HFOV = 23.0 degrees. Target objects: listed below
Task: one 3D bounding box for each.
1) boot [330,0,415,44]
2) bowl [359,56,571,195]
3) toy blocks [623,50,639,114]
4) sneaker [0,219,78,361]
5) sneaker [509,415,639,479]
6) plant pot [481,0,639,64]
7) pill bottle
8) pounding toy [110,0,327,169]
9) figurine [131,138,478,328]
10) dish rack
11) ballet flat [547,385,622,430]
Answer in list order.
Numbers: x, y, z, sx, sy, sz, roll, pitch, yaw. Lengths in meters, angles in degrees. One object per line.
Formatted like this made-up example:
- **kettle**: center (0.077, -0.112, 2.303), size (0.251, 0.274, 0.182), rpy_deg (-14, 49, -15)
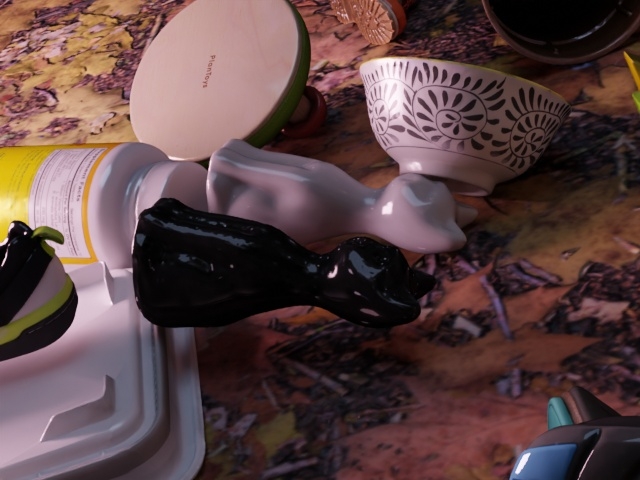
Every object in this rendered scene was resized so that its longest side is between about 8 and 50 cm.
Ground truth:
- **boot**: center (0.068, -0.248, 1.605), size (0.084, 0.059, 0.158), rpy_deg (-19, 27, -10)
- **bowl**: center (0.105, -0.082, 1.235), size (0.170, 0.170, 0.080), rpy_deg (7, 81, 39)
- **toy blocks**: center (0.345, -0.062, 0.917), size (0.260, 0.191, 0.381), rpy_deg (-23, 13, 10)
- **sneaker**: center (-0.286, 0.046, 1.114), size (0.234, 0.097, 0.084), rpy_deg (-20, 28, 0)
- **sneaker**: center (0.248, 0.151, 0.681), size (0.340, 0.125, 0.139), rpy_deg (16, 18, 10)
- **plant pot**: center (0.204, -0.259, 1.449), size (0.167, 0.167, 0.165), rpy_deg (-21, 20, -4)
- **pill bottle**: center (-0.192, -0.022, 1.301), size (0.215, 0.117, 0.117), rpy_deg (1, 34, 31)
- **pounding toy**: center (-0.083, -0.105, 1.427), size (0.183, 0.110, 0.237), rpy_deg (30, 84, 41)
- **figurine**: center (0.000, 0.000, 1.163), size (0.209, 0.092, 0.215), rpy_deg (7, 25, 18)
- **dish rack**: center (-0.255, 0.126, 1.134), size (0.332, 0.072, 0.285), rpy_deg (-19, 29, 2)
- **ballet flat**: center (0.175, 0.181, 0.768), size (0.096, 0.095, 0.280), rpy_deg (-6, 40, 3)
